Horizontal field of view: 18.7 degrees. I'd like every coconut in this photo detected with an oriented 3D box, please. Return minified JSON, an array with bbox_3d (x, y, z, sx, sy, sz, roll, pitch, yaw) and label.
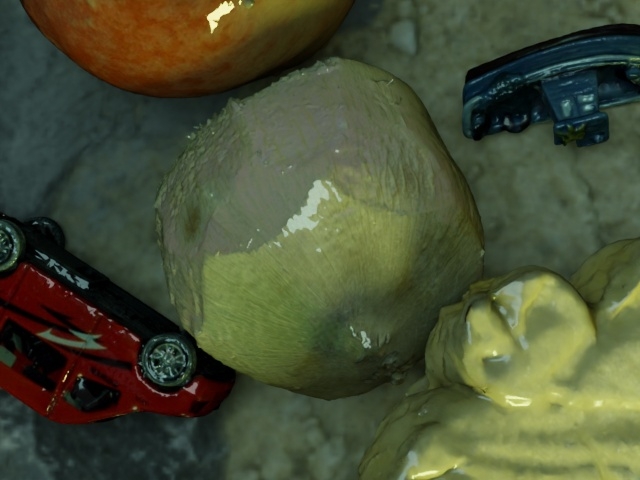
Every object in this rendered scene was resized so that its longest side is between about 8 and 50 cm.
[{"bbox_3d":[0.003,-0.001,1.086,0.194,0.194,0.194,-1,84,7],"label":"coconut"}]

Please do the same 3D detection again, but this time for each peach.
[{"bbox_3d":[-0.081,-0.176,1.112,0.233,0.232,0.232,-1,84,7],"label":"peach"}]

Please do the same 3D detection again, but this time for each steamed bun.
[{"bbox_3d":[0.142,0.157,1.065,0.295,0.137,0.292,43,72,-13],"label":"steamed bun"}]

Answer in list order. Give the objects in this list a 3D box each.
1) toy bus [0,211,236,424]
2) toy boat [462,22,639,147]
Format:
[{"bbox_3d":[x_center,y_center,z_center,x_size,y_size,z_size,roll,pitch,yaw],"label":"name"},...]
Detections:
[{"bbox_3d":[-0.147,0.056,1.150,0.195,0.081,0.089,32,99,9],"label":"toy bus"},{"bbox_3d":[0.149,-0.085,1.132,0.137,0.060,0.060,-14,64,0],"label":"toy boat"}]
